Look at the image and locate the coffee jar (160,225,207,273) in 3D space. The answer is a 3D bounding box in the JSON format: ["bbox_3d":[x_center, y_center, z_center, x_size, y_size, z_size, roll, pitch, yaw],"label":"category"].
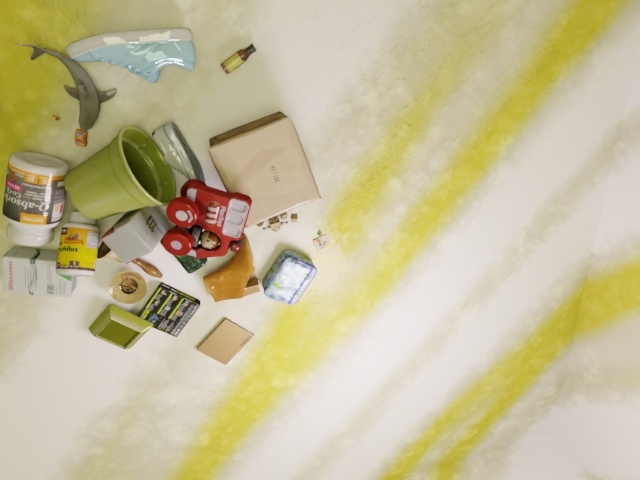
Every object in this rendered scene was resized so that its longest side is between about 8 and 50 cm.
[{"bbox_3d":[-0.526,0.034,1.540,0.096,0.079,0.184,-31,119,4],"label":"coffee jar"}]

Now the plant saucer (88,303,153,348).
[{"bbox_3d":[-0.806,0.361,1.609,0.188,0.045,0.188,36,115,-27],"label":"plant saucer"}]

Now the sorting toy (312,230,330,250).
[{"bbox_3d":[0.000,0.000,1.709,0.062,0.012,0.083,-28,119,-1],"label":"sorting toy"}]

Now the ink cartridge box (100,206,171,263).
[{"bbox_3d":[-0.640,-0.033,1.408,0.128,0.176,0.127,-24,117,18],"label":"ink cartridge box"}]

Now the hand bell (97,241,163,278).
[{"bbox_3d":[-0.699,0.078,1.517,0.126,0.126,0.242,-39,131,4],"label":"hand bell"}]

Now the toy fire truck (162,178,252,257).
[{"bbox_3d":[-0.387,-0.054,1.390,0.254,0.169,0.302,17,123,-7],"label":"toy fire truck"}]

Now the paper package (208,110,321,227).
[{"bbox_3d":[-0.201,-0.255,1.448,0.310,0.168,0.324,-23,119,-4],"label":"paper package"}]

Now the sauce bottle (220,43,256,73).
[{"bbox_3d":[-0.271,-0.606,1.334,0.128,0.042,0.042,-34,118,4],"label":"sauce bottle"}]

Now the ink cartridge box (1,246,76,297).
[{"bbox_3d":[-1.003,0.114,1.441,0.209,0.087,0.152,8,112,-20],"label":"ink cartridge box"}]

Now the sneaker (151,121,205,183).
[{"bbox_3d":[-0.493,-0.282,1.408,0.091,0.094,0.258,-19,113,11],"label":"sneaker"}]

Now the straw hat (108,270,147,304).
[{"bbox_3d":[-0.740,0.170,1.555,0.145,0.061,0.144,-7,112,-16],"label":"straw hat"}]

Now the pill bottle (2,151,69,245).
[{"bbox_3d":[-0.927,-0.133,1.305,0.162,0.162,0.278,14,109,-21],"label":"pill bottle"}]

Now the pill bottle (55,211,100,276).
[{"bbox_3d":[-0.833,0.014,1.386,0.117,0.117,0.214,5,79,-18],"label":"pill bottle"}]

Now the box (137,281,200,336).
[{"bbox_3d":[-0.625,0.289,1.653,0.184,0.045,0.190,32,103,-23],"label":"box"}]

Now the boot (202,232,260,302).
[{"bbox_3d":[-0.367,0.121,1.612,0.212,0.104,0.294,-11,121,-11],"label":"boot"}]

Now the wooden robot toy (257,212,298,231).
[{"bbox_3d":[-0.176,-0.072,1.611,0.174,0.076,0.079,-16,153,-8],"label":"wooden robot toy"}]

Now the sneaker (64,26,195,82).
[{"bbox_3d":[-0.566,-0.554,1.225,0.366,0.135,0.150,-11,114,-9],"label":"sneaker"}]

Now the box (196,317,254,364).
[{"bbox_3d":[-0.425,0.454,1.797,0.164,0.021,0.201,39,100,-27],"label":"box"}]

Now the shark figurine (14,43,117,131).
[{"bbox_3d":[-0.750,-0.487,1.219,0.166,0.116,0.278,-29,120,-3],"label":"shark figurine"}]

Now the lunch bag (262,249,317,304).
[{"bbox_3d":[-0.129,0.160,1.707,0.176,0.090,0.219,28,105,-28],"label":"lunch bag"}]

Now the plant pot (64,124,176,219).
[{"bbox_3d":[-0.663,-0.195,1.314,0.254,0.276,0.276,-22,119,9],"label":"plant pot"}]

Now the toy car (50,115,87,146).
[{"bbox_3d":[-0.820,-0.350,1.301,0.122,0.040,0.060,27,105,-25],"label":"toy car"}]
